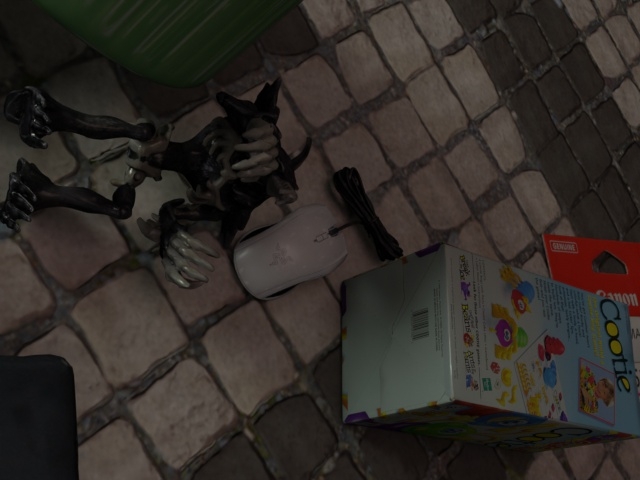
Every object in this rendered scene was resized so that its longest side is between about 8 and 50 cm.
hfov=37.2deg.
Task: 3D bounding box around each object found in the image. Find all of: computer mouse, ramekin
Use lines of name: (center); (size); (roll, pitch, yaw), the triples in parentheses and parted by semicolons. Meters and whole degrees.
computer mouse: (0.000, 0.000, 0.893); (0.193, 0.042, 0.106); (-28, 94, -44)
ramekin: (-0.136, -0.249, 0.663); (0.303, 0.148, 0.303); (43, 16, -15)

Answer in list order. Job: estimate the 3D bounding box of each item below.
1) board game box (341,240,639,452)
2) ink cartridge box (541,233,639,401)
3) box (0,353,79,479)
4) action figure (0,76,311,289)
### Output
board game box: (0.168, 0.117, 0.929); (0.275, 0.142, 0.144); (17, 63, -36)
ink cartridge box: (0.403, 0.107, 1.200); (0.275, 0.060, 0.239); (4, 73, -41)
box: (-0.344, 0.291, 0.310); (0.471, 0.297, 0.480); (5, 71, -38)
action figure: (-0.102, -0.046, 0.745); (0.275, 0.164, 0.141); (0, 34, -36)
